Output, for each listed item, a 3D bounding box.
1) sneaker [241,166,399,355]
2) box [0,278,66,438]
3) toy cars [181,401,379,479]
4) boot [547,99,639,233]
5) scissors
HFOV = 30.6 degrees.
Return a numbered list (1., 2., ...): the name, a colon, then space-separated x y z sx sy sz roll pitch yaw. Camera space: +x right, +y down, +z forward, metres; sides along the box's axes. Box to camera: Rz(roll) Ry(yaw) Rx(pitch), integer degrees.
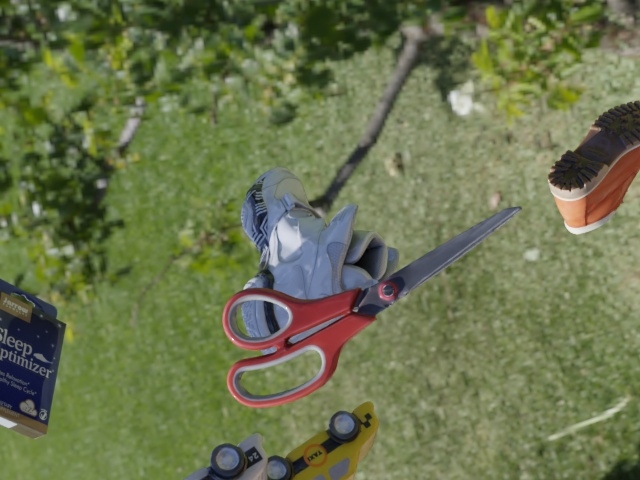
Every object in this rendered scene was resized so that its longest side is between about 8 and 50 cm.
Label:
1. sneaker: 0.000 0.000 1.720 0.210 0.137 0.366 -26 38 23
2. box: -0.451 0.166 1.735 0.036 0.136 0.225 -25 48 33
3. toy cars: -0.058 0.278 1.257 0.087 0.394 0.176 51 119 22
4. boot: 0.293 -0.074 1.166 0.059 0.158 0.084 36 160 44
5. scissors: 0.049 0.062 1.027 0.021 0.297 0.109 24 -131 -77
